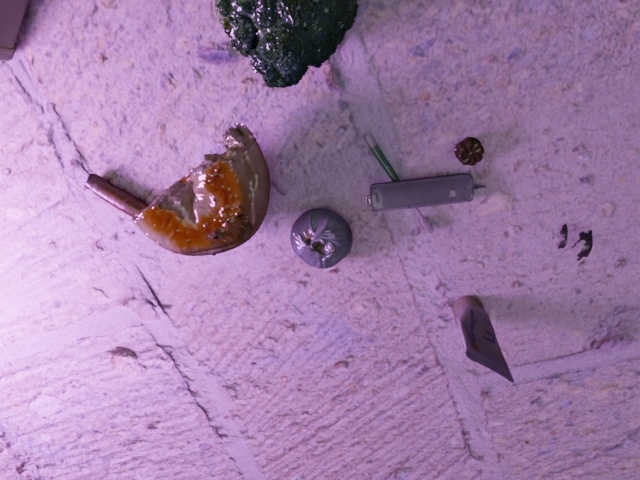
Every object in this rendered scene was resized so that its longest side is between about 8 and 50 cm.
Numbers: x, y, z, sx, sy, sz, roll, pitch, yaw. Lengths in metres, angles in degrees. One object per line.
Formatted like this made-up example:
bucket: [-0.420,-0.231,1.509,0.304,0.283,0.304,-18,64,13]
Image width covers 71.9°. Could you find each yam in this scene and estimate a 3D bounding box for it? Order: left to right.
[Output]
yam: [-0.412,-0.068,1.009,0.264,0.046,0.046,33,112,-8]

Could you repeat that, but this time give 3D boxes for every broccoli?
broccoli: [-0.069,-0.392,0.753,0.270,0.270,0.269,21,119,37]

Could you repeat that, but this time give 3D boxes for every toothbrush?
toothbrush: [0.168,-0.118,0.942,0.018,0.024,0.257,-38,105,-2]

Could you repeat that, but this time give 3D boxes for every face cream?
face cream: [0.341,0.204,0.949,0.114,0.224,0.070,29,112,-6]

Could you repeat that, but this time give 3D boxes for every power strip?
power strip: [0.219,-0.101,0.924,0.253,0.027,0.060,-6,104,-1]

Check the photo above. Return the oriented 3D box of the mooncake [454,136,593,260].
mooncake: [0.420,-0.088,0.918,0.347,0.057,0.150,24,126,2]

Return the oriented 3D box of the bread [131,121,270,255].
bread: [-0.209,-0.080,0.916,0.314,0.171,0.192,-36,108,20]

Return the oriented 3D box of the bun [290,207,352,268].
bun: [0.000,0.000,0.976,0.141,0.083,0.140,3,115,7]

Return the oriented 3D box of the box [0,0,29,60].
box: [-0.681,-0.563,0.761,0.352,0.177,0.343,34,110,-8]
